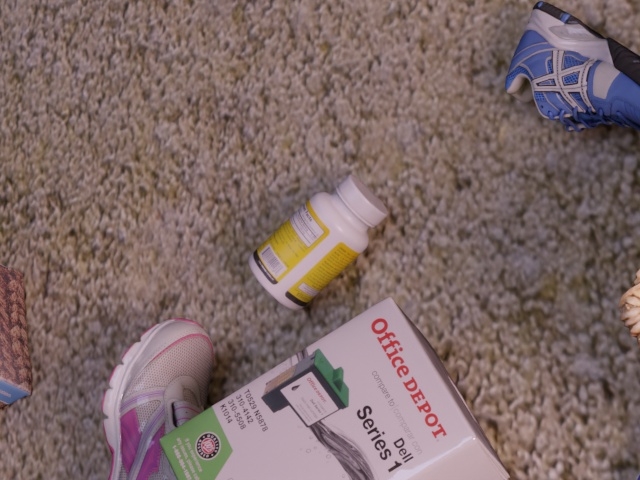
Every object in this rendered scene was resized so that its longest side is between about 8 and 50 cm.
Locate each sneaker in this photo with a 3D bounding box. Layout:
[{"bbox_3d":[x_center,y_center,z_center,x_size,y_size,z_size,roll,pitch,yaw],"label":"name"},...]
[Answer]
[{"bbox_3d":[0.224,-0.116,1.546,0.081,0.080,0.211,-59,36,7],"label":"sneaker"},{"bbox_3d":[-0.121,0.190,1.646,0.111,0.103,0.252,1,74,35],"label":"sneaker"}]

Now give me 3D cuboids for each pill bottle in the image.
[{"bbox_3d":[0.000,0.000,1.664,0.116,0.065,0.065,-43,47,13],"label":"pill bottle"}]

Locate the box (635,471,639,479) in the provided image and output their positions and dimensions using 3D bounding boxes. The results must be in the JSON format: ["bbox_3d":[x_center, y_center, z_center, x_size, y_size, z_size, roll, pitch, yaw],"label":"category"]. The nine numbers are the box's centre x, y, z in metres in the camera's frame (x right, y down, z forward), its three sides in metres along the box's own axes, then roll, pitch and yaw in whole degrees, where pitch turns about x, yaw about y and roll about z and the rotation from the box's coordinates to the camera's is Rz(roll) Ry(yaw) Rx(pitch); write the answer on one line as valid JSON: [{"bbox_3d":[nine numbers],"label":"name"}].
[{"bbox_3d":[0.333,0.155,1.328,0.225,0.036,0.136,19,79,42],"label":"box"}]

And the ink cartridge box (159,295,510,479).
[{"bbox_3d":[0.011,0.169,1.507,0.219,0.092,0.160,-33,52,2],"label":"ink cartridge box"}]

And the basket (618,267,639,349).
[{"bbox_3d":[0.372,0.036,1.195,0.299,0.223,0.213,-45,43,-7],"label":"basket"}]

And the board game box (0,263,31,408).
[{"bbox_3d":[-0.463,0.107,1.867,0.291,0.232,0.141,-28,53,25],"label":"board game box"}]
